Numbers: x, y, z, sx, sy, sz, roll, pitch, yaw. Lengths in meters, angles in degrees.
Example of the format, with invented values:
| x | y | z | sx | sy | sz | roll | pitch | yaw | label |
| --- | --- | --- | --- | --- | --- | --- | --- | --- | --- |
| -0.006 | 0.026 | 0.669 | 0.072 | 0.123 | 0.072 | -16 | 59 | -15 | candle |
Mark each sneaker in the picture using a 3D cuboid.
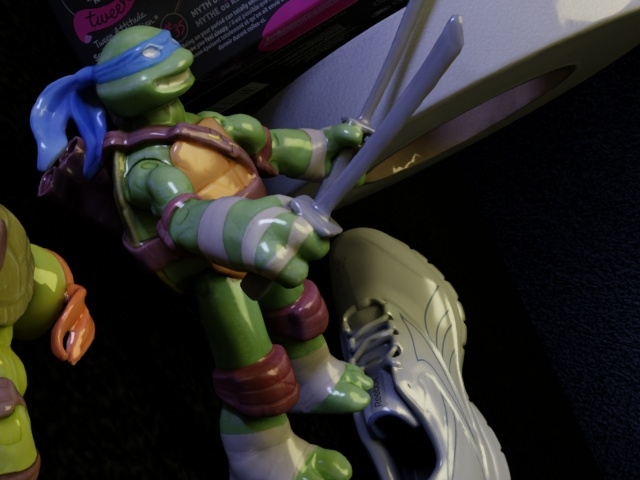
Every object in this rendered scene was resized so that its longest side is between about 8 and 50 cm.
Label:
| x | y | z | sx | sy | sz | roll | pitch | yaw | label |
| --- | --- | --- | --- | --- | --- | --- | --- | --- | --- |
| 0.072 | 0.111 | 0.773 | 0.129 | 0.111 | 0.297 | 23 | 40 | -55 | sneaker |

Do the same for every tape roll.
| x | y | z | sx | sy | sz | roll | pitch | yaw | label |
| --- | --- | --- | --- | --- | --- | --- | --- | --- | --- |
| 0.106 | -0.125 | 0.765 | 0.072 | 0.392 | 0.392 | 62 | 17 | 4 | tape roll |

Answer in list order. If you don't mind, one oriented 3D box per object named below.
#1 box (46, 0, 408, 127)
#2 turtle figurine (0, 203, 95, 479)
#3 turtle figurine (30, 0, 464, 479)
| x | y | z | sx | sy | sz | roll | pitch | yaw | label |
| --- | --- | --- | --- | --- | --- | --- | --- | --- | --- |
| -0.051 | -0.203 | 0.658 | 0.142 | 0.247 | 0.163 | 63 | 16 | 0 | box |
| -0.148 | 0.016 | 0.307 | 0.217 | 0.087 | 0.269 | 25 | 40 | -63 | turtle figurine |
| 0.000 | 0.000 | 0.498 | 0.198 | 0.275 | 0.266 | -134 | -152 | -62 | turtle figurine |
